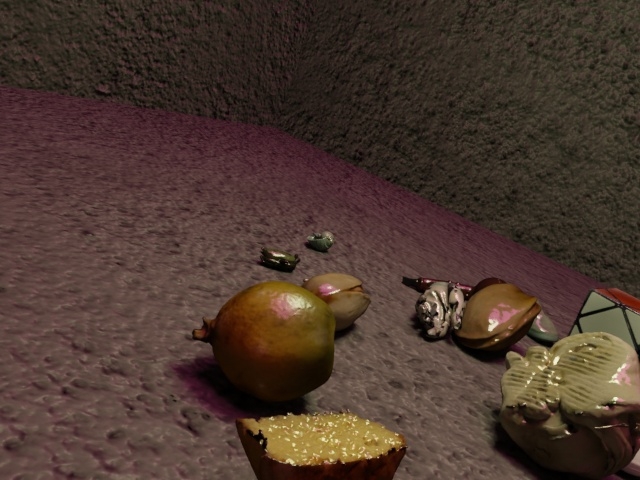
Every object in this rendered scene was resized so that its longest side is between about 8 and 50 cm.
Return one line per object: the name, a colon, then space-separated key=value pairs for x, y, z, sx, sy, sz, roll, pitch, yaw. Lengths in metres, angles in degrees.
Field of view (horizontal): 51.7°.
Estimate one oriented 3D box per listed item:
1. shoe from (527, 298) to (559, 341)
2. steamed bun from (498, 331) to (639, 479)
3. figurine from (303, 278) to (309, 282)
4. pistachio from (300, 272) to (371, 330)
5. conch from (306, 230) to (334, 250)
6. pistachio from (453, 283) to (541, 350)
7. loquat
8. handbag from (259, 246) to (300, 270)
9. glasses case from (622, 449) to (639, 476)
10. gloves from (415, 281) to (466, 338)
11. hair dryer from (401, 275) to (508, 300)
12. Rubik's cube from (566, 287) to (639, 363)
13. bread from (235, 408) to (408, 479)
shoe: x=0.648 y=0.223 z=2.021 sx=0.103 sy=0.100 sz=0.251 roll=14 pitch=15 yaw=-24
steamed bun: x=0.502 y=0.331 z=1.283 sx=0.268 sy=0.207 sz=0.280 roll=-14 pitch=24 yaw=26
figurine: x=-0.013 y=0.124 z=1.655 sx=0.050 sy=0.047 sz=0.083 roll=0 pitch=29 yaw=-15
pistachio: x=0.032 y=0.135 z=1.492 sx=0.144 sy=0.144 sz=0.215 roll=29 pitch=21 yaw=29
conch: x=0.002 y=0.004 z=2.035 sx=0.085 sy=0.057 sz=0.076 roll=-5 pitch=13 yaw=44
pistachio: x=0.447 y=0.211 z=1.741 sx=0.260 sy=0.163 sz=0.212 roll=-21 pitch=0 yaw=-40
loquat: x=-0.097 y=0.168 z=1.133 sx=0.246 sy=0.213 sz=0.213 roll=7 pitch=18 yaw=-8
handbag: x=-0.112 y=0.050 z=1.755 sx=0.111 sy=0.047 sz=0.072 roll=16 pitch=15 yaw=-23
glasses case: x=0.642 y=0.425 z=1.416 sx=0.092 sy=0.059 sz=0.233 roll=24 pitch=17 yaw=8
gloves: x=0.307 y=0.190 z=1.722 sx=0.127 sy=0.111 sz=0.212 roll=28 pitch=45 yaw=8
hair dryer: x=0.418 y=0.149 z=2.039 sx=0.340 sy=0.123 sz=0.312 roll=11 pitch=4 yaw=7
Rubik's cube: x=0.884 y=0.274 z=1.951 sx=0.205 sy=0.205 sz=0.207 roll=3 pitch=22 yaw=-47
bread: x=-0.005 y=0.310 z=0.882 sx=0.260 sy=0.134 sz=0.129 roll=14 pitch=6 yaw=-40
